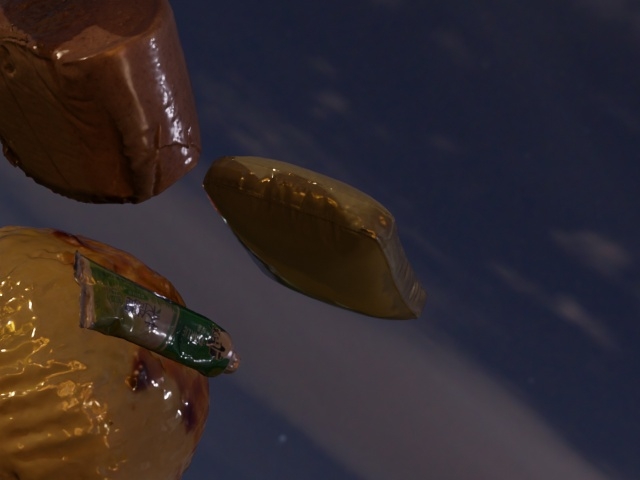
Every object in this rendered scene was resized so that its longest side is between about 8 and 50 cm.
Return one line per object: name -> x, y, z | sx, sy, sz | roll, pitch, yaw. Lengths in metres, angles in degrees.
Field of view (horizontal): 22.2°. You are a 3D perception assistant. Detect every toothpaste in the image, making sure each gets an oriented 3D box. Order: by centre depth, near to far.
toothpaste -> -0.152, 0.082, 1.539 | 0.047, 0.078, 0.248 | -21, -30, 25

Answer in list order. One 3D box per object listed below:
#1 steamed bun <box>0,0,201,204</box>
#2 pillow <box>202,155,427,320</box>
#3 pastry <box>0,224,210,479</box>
steamed bun -> -0.257, -0.187, 1.879 | 0.301, 0.199, 0.251 | 19, -39, 42
pillow -> 0.000, 0.000, 2.082 | 0.255, 0.120, 0.322 | 20, -16, 20
pastry -> -0.300, 0.160, 1.855 | 0.388, 0.312, 0.389 | 35, -46, 46
